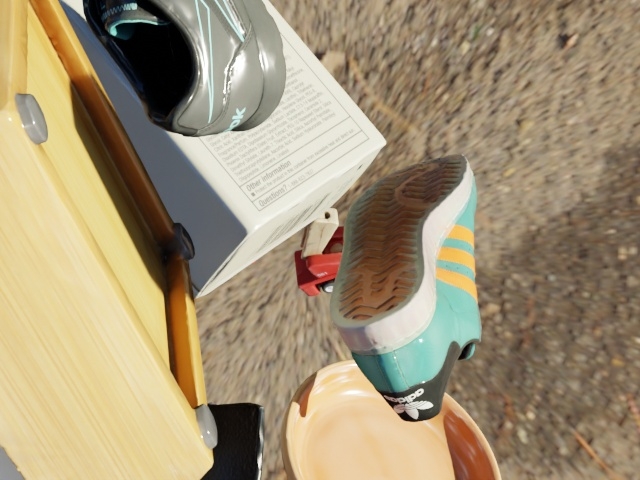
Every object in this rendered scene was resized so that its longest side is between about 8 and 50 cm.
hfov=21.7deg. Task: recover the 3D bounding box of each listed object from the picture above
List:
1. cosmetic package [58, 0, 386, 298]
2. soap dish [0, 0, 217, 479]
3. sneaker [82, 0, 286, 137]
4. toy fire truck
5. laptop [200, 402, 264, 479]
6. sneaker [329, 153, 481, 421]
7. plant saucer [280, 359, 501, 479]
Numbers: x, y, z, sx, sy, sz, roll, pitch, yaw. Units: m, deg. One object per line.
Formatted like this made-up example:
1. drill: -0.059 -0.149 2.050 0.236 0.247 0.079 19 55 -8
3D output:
1. cosmetic package: -0.118 -0.131 1.235 0.160 0.113 0.309 -33 81 -39
2. soap dish: -0.154 -0.008 0.857 0.118 0.229 0.291 -20 128 6
3. sneaker: -0.106 -0.190 1.059 0.101 0.106 0.267 -21 94 38
4. toy fire truck: 0.000 0.000 1.641 0.192 0.135 0.047 -19 58 18
5. laptop: -0.179 0.204 0.968 0.264 0.136 0.234 -3 79 39
6. sneaker: 0.081 0.036 1.413 0.108 0.302 0.121 -12 117 22
7. plant saucer: 0.055 0.189 1.362 0.200 0.200 0.037 34 132 0
